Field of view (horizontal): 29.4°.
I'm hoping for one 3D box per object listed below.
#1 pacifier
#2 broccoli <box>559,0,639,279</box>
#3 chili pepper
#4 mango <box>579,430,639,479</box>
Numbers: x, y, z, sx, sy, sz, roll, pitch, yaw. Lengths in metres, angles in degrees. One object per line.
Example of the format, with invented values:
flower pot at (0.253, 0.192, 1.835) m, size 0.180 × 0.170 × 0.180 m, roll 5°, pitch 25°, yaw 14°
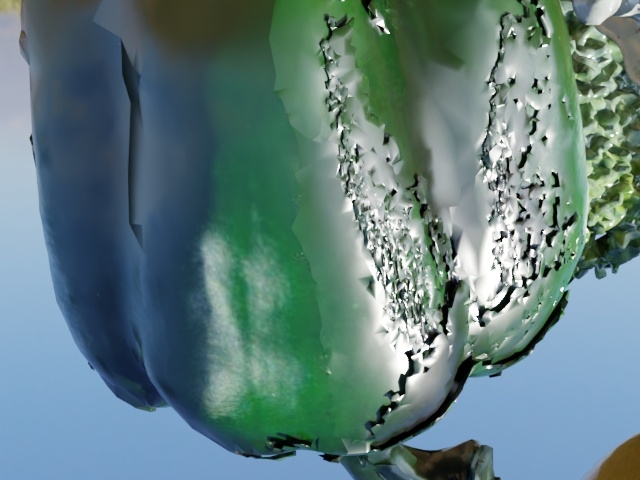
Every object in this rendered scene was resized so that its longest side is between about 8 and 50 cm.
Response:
pacifier at (0.146, -0.112, 0.560) m, size 0.064 × 0.083 × 0.068 m, roll -1°, pitch 142°, yaw -32°
broccoli at (0.086, -0.132, 0.776) m, size 0.302 × 0.249 × 0.375 m, roll 1°, pitch -139°, yaw 10°
chili pepper at (0.000, 0.000, 0.406) m, size 0.174 × 0.261 × 0.165 m, roll 1°, pitch -157°, yaw 28°
mango at (0.297, 0.222, 0.860) m, size 0.173 × 0.211 × 0.317 m, roll 25°, pitch 150°, yaw -18°
